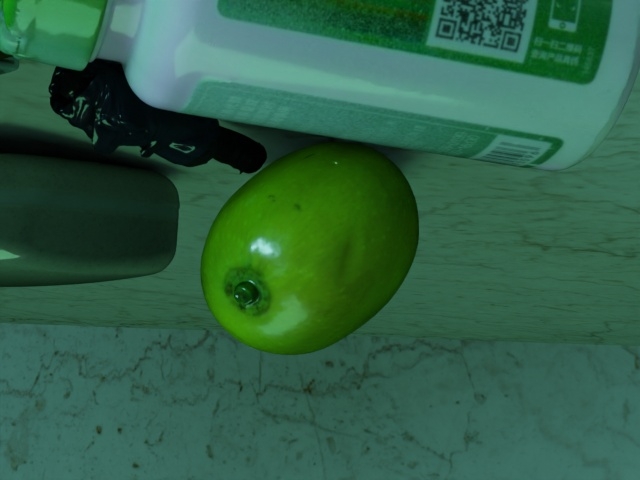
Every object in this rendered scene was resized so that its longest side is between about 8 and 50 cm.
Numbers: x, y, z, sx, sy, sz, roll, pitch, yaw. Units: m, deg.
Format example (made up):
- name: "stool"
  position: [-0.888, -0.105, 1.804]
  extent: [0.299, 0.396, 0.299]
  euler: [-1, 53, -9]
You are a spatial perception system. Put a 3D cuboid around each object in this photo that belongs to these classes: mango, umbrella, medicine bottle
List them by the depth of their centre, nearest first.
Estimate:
- name: "medicine bottle"
  position: [-0.003, -0.113, 0.621]
  extent: [0.274, 0.133, 0.133]
  euler: [7, 171, -17]
- name: "umbrella"
  position: [-0.121, -0.085, 1.076]
  extent: [0.070, 0.071, 0.248]
  euler: [1, 172, 25]
- name: "mango"
  position: [0.000, 0.000, 1.217]
  extent: [0.192, 0.156, 0.343]
  euler: [-38, -179, 10]
- name: "medicine bottle"
  position: [-0.335, -0.014, 1.425]
  extent: [0.282, 0.123, 0.375]
  euler: [7, 174, -45]

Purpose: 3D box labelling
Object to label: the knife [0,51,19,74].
- name: "knife"
  position: [-0.251, -0.127, 1.008]
  extent: [0.343, 0.027, 0.061]
  euler: [-4, 171, 45]
